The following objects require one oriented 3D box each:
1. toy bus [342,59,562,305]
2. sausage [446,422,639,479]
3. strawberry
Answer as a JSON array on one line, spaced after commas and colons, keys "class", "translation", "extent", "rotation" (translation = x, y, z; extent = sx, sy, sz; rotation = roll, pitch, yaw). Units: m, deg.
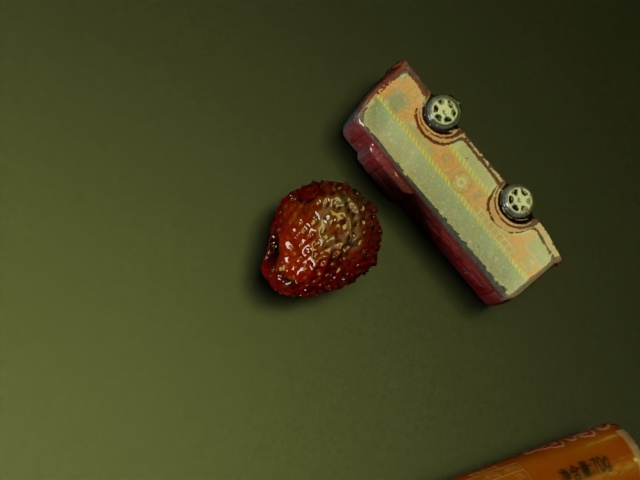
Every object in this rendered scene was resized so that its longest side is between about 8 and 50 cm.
[{"class": "toy bus", "translation": [0.097, -0.041, 1.163], "extent": [0.077, 0.065, 0.192], "rotation": [-41, 92, -16]}, {"class": "sausage", "translation": [0.121, 0.196, 1.108], "extent": [0.234, 0.071, 0.071], "rotation": [-15, 82, -22]}, {"class": "strawberry", "translation": [0.000, 0.000, 1.113], "extent": [0.096, 0.083, 0.083], "rotation": [-37, 90, -15]}]
